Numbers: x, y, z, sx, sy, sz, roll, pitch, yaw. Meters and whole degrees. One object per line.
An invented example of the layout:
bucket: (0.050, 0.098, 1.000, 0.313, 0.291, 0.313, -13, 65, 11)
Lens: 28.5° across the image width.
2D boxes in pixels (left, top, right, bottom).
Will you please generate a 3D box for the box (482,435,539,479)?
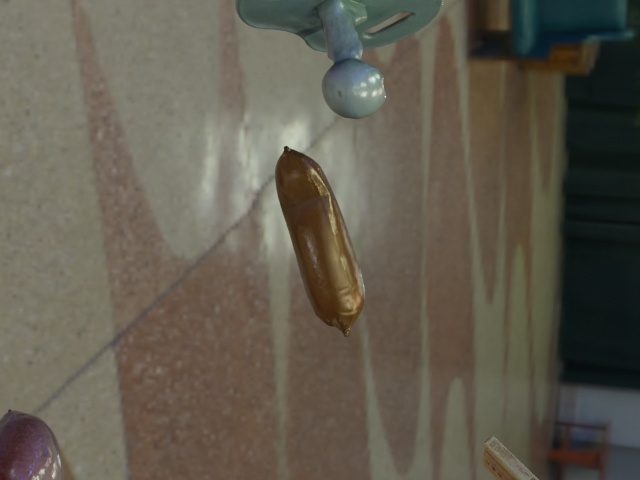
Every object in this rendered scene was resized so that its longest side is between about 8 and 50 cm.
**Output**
box: (0.208, 0.252, 1.330, 0.015, 0.093, 0.058, -36, 152, -19)

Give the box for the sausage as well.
sausage: (0.000, 0.000, 1.149, 0.054, 0.062, 0.183, -24, 97, -50)

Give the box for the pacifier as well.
pacifier: (0.023, -0.136, 0.806, 0.150, 0.126, 0.117, 19, 56, -53)

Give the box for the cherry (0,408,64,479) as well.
cherry: (-0.304, 0.239, 1.285, 0.106, 0.086, 0.126, 137, -32, -68)
